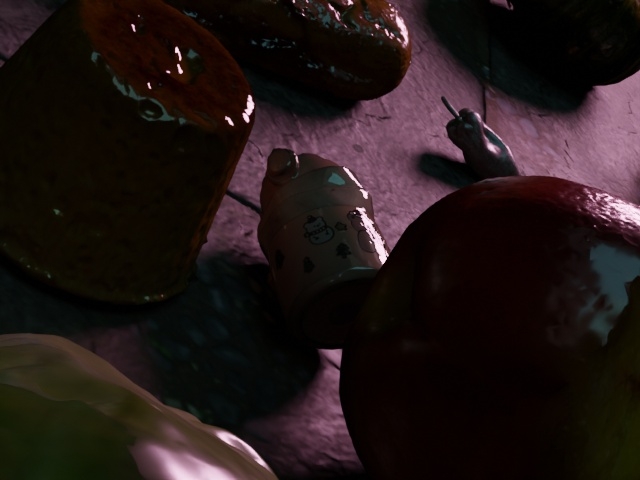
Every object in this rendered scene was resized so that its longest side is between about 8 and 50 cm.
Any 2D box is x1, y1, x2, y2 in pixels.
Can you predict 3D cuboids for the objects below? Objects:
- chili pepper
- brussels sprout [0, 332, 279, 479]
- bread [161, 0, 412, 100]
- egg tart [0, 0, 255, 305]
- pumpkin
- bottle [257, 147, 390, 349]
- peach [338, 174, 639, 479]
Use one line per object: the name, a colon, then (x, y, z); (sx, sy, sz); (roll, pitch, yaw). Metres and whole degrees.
chili pepper: (0.166, -0.080, 1.505); (0.153, 0.041, 0.050); (45, 47, -21)
brussels sprout: (-0.112, 0.194, 0.623); (0.344, 0.268, 0.344); (36, 7, -5)
bread: (-0.060, -0.221, 1.408); (0.344, 0.084, 0.124); (20, 34, -28)
egg tart: (-0.135, -0.069, 1.053); (0.203, 0.147, 0.202); (29, 31, -20)
pumpkin: (0.306, -0.293, 1.836); (0.238, 0.159, 0.238); (32, 45, -39)
bottle: (0.001, -0.001, 1.158); (0.099, 0.099, 0.152); (14, 39, -36)
peach: (0.180, 0.115, 1.034); (0.338, 0.281, 0.281); (32, 30, -12)
